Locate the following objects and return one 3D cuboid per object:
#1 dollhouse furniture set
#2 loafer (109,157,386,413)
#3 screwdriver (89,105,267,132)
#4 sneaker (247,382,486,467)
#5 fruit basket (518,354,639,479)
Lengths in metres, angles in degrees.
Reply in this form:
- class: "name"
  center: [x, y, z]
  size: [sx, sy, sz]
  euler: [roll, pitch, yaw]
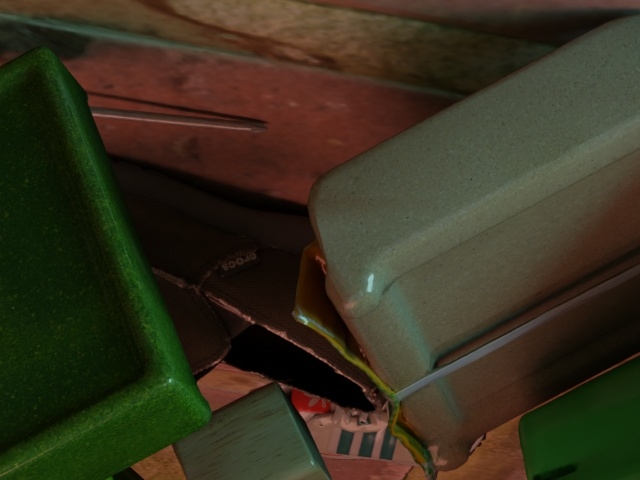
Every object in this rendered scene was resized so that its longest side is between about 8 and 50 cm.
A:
- class: "dollhouse furniture set"
  center: [0.000, 0.000, 0.681]
  size: [0.301, 0.151, 0.197]
  euler: [-28, 151, 1]
- class: "loafer"
  center: [-0.067, 0.025, 0.794]
  size: [0.251, 0.087, 0.094]
  euler: [11, 160, -9]
- class: "screwdriver"
  center: [-0.106, -0.053, 0.694]
  size: [0.170, 0.024, 0.025]
  euler: [6, -171, -1]
- class: "sneaker"
  center: [0.024, 0.100, 1.012]
  size: [0.161, 0.057, 0.075]
  euler: [-8, 161, 43]
- class: "fruit basket"
  center: [0.290, 0.172, 0.721]
  size: [0.392, 0.283, 0.392]
  euler: [-1, 132, -1]
